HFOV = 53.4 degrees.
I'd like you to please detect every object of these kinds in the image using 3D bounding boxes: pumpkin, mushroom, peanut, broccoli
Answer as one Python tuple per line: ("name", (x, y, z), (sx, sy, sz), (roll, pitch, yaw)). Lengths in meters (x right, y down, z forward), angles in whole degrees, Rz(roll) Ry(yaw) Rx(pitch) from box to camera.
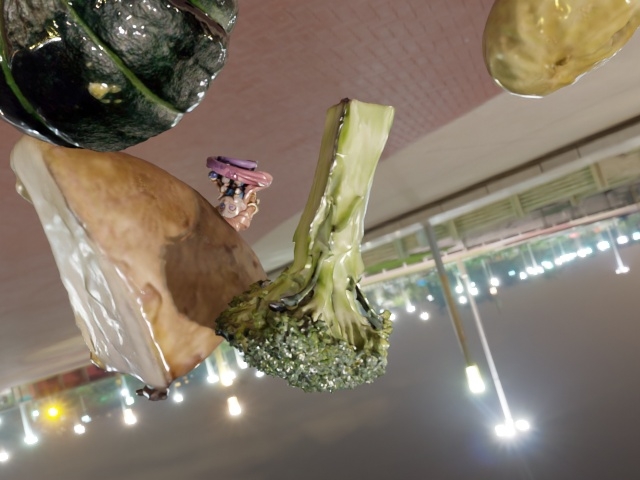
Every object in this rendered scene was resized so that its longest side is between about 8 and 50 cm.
("pumpkin", (-0.167, -0.174, 0.464), (0.221, 0.220, 0.162), (-18, 163, 11))
("mushroom", (-0.260, -0.018, 0.956), (0.225, 0.397, 0.314), (-10, -160, 45))
("peanut", (0.208, -0.203, 0.461), (0.229, 0.103, 0.098), (-52, 153, 5))
("broccoli", (0.005, 0.006, 0.809), (0.222, 0.361, 0.252), (13, 156, 7))

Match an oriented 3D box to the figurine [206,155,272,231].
("figurine", (-0.155, -0.091, 1.213), (0.126, 0.156, 0.114), (6, -154, 22))
